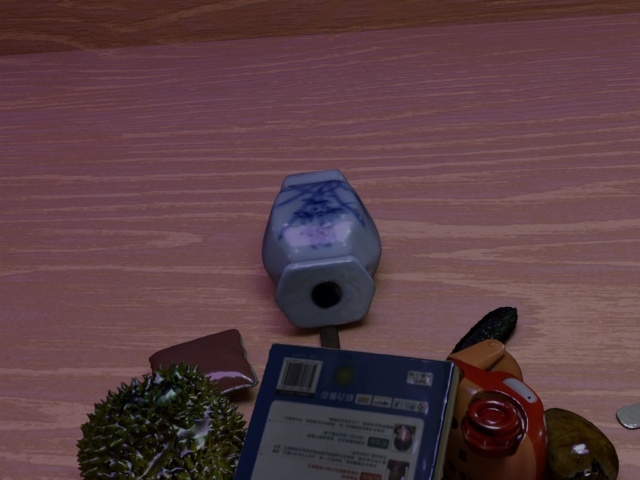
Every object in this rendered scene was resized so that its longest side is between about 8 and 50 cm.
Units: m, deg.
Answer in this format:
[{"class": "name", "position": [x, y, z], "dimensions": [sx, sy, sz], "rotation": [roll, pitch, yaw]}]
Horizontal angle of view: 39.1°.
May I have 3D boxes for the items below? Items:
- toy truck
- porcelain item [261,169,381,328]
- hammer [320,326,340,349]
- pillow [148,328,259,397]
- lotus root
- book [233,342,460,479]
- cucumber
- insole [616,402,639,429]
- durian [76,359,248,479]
[{"class": "toy truck", "position": [0.256, 0.266, 1.369], "dimensions": [0.239, 0.189, 0.265], "rotation": [-22, 35, -33]}, {"class": "porcelain item", "position": [0.000, 0.000, 1.853], "dimensions": [0.243, 0.178, 0.405], "rotation": [-8, 32, 1]}, {"class": "hammer", "position": [0.033, 0.262, 1.564], "dimensions": [0.111, 0.043, 0.365], "rotation": [-10, 31, 0]}, {"class": "pillow", "position": [-0.213, 0.239, 1.630], "dimensions": [0.179, 0.075, 0.171], "rotation": [-16, 33, -9]}, {"class": "lotus root", "position": [0.374, 0.304, 1.362], "dimensions": [0.108, 0.094, 0.190], "rotation": [20, 20, -19]}, {"class": "book", "position": [0.011, 0.353, 1.236], "dimensions": [0.300, 0.039, 0.427], "rotation": [3, 62, 25]}, {"class": "cucumber", "position": [0.279, 0.188, 1.598], "dimensions": [0.067, 0.067, 0.245], "rotation": [14, 37, 32]}, {"class": "insole", "position": [0.567, 0.264, 1.446], "dimensions": [0.192, 0.010, 0.063], "rotation": [-13, 32, -7]}, {"class": "durian", "position": [-0.241, 0.329, 1.380], "dimensions": [0.291, 0.224, 0.291], "rotation": [3, 66, -6]}]
